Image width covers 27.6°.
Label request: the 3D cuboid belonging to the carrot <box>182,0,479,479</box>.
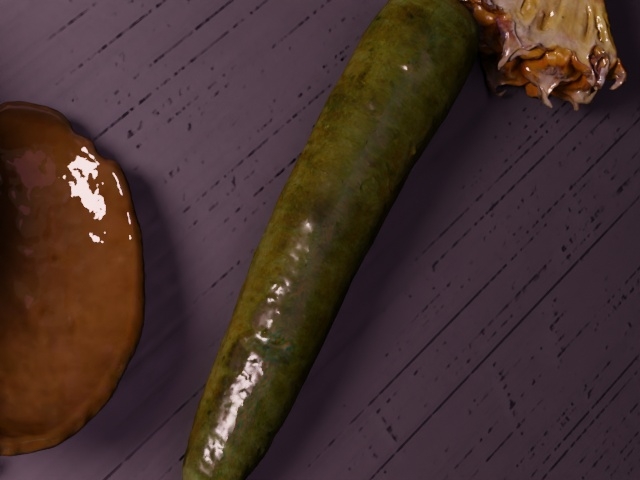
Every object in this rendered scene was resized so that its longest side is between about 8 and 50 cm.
[{"bbox_3d":[0.000,0.000,0.806,0.074,0.074,0.359,32,76,-21],"label":"carrot"}]

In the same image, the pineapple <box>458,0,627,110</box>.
[{"bbox_3d":[0.149,-0.156,0.887,0.137,0.069,0.116,33,74,-19],"label":"pineapple"}]

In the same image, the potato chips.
[{"bbox_3d":[-0.171,0.019,0.717,0.150,0.049,0.202,3,71,-36],"label":"potato chips"}]
